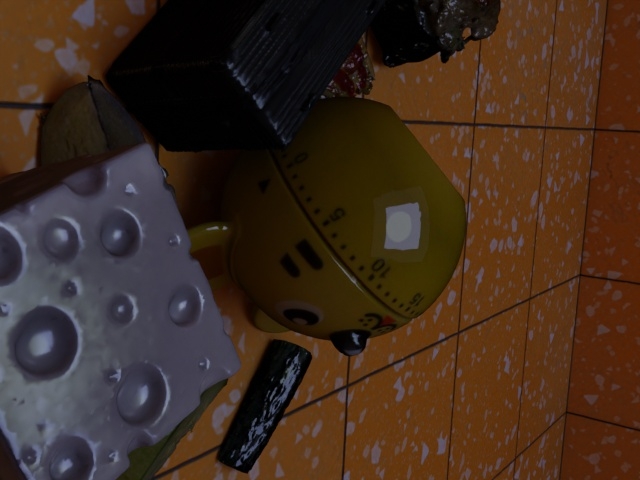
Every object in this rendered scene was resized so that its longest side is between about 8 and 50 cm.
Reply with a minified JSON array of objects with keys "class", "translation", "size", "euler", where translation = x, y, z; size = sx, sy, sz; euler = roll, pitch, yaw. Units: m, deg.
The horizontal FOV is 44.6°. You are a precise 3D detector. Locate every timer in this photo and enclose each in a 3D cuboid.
[{"class":"timer","translation":[0.000,0.000,1.087],"size":[0.386,0.376,0.376],"euler":[-37,145,12]}]

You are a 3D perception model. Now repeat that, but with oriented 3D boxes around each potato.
[{"class":"potato","translation":[-0.235,-0.051,0.898],"size":[0.138,0.098,0.243],"euler":[3,67,-75]}]

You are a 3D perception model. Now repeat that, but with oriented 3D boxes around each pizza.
[{"class":"pizza","translation":[0.027,-0.267,1.270],"size":[0.188,0.062,0.199],"euler":[47,60,-47]}]

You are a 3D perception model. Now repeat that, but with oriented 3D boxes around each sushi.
[{"class":"sushi","translation":[0.209,-0.424,1.362],"size":[0.238,0.218,0.225],"euler":[-27,116,-51]}]

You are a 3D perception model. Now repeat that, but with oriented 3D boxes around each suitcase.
[{"class":"suitcase","translation":[-0.080,-0.269,0.960],"size":[0.152,0.229,0.335],"euler":[55,54,-36]}]

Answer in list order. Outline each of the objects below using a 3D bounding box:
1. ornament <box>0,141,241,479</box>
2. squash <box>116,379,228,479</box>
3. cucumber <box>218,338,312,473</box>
[{"class":"ornament","translation":[-0.265,0.076,0.715],"size":[0.239,0.239,0.239],"euler":[-39,116,-45]},{"class":"squash","translation":[-0.234,0.198,1.028],"size":[0.237,0.155,0.204],"euler":[-54,174,-37]},{"class":"cucumber","translation":[-0.080,0.265,1.228],"size":[0.078,0.062,0.211],"euler":[51,56,-49]}]
